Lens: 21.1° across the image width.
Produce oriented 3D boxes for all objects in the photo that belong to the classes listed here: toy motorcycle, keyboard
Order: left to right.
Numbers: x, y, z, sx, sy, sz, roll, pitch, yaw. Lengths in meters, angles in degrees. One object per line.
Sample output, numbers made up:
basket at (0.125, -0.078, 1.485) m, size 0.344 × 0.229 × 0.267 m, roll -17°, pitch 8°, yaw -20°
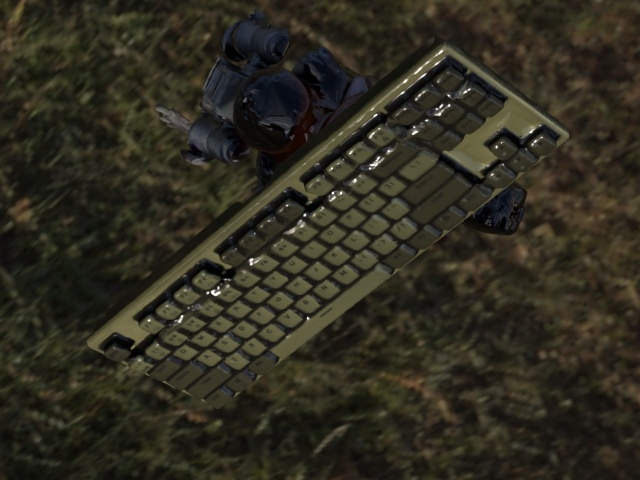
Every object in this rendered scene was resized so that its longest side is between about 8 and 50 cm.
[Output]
toy motorcycle at (-0.017, -0.091, 1.320) m, size 0.207 × 0.401 × 0.134 m, roll 18°, pitch 98°, yaw -31°
keyboard at (0.000, 0.000, 0.436) m, size 0.049 × 0.129 × 0.015 m, roll 34°, pitch 30°, yaw -33°
